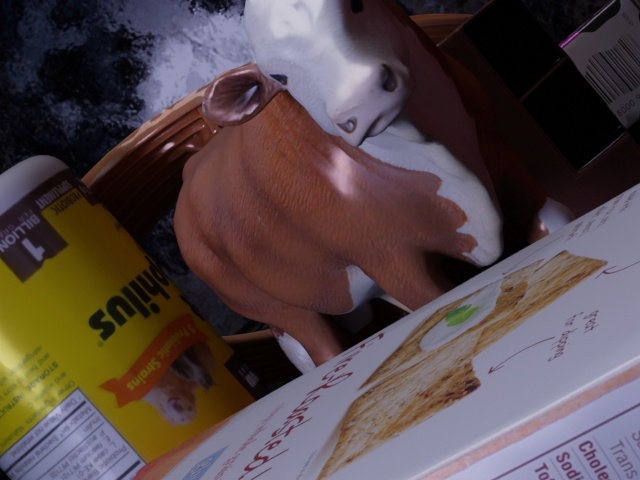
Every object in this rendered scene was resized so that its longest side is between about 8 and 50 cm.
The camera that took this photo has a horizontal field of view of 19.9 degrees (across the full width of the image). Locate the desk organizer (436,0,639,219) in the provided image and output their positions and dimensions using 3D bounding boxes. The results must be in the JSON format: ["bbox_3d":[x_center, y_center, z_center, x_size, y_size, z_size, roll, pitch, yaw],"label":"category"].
[{"bbox_3d":[0.105,-0.050,0.818,0.050,0.130,0.047,-39,2,10],"label":"desk organizer"}]

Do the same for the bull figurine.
[{"bbox_3d":[0.023,-0.012,0.744,0.101,0.188,0.310,-43,2,-17],"label":"bull figurine"}]

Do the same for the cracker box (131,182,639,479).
[{"bbox_3d":[0.032,0.059,0.415,0.232,0.067,0.156,-30,6,23],"label":"cracker box"}]

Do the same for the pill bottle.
[{"bbox_3d":[-0.099,0.073,0.850,0.117,0.215,0.117,-42,2,2],"label":"pill bottle"}]

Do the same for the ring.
[{"bbox_3d":[0.000,0.000,1.004,0.336,0.032,0.337,-20,-30,-12],"label":"ring"}]

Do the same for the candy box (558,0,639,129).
[{"bbox_3d":[0.140,-0.068,1.190,0.233,0.071,0.159,-41,-3,18],"label":"candy box"}]
